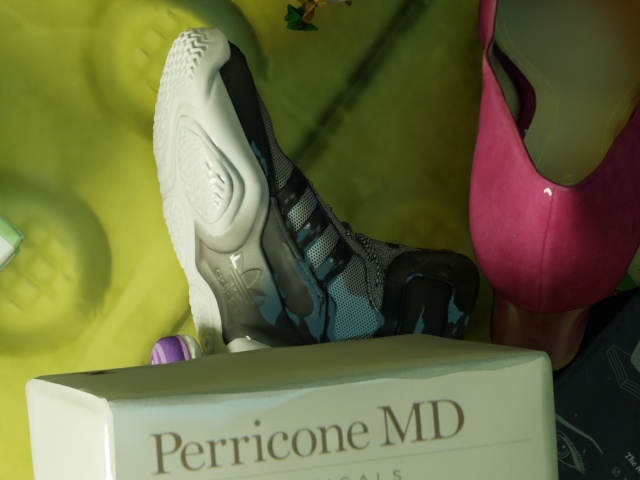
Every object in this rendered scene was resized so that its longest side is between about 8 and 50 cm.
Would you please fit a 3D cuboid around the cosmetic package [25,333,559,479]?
[{"bbox_3d":[-0.004,0.284,0.848,0.230,0.161,0.453,-5,92,-21],"label":"cosmetic package"}]

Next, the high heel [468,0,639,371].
[{"bbox_3d":[0.154,-0.121,0.997,0.127,0.181,0.377,4,59,3],"label":"high heel"}]

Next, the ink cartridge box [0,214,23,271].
[{"bbox_3d":[-0.296,0.031,0.900,0.171,0.056,0.235,42,71,-7],"label":"ink cartridge box"}]

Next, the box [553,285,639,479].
[{"bbox_3d":[0.179,0.138,1.030,0.158,0.093,0.156,-42,94,-22],"label":"box"}]

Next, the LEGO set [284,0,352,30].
[{"bbox_3d":[-0.054,-0.297,1.028,0.255,0.192,0.331,20,73,-46],"label":"LEGO set"}]

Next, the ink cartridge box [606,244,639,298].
[{"bbox_3d":[0.280,0.032,1.060,0.208,0.153,0.087,34,68,-11],"label":"ink cartridge box"}]

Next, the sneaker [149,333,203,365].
[{"bbox_3d":[-0.105,0.129,0.944,0.071,0.068,0.170,18,73,-10],"label":"sneaker"}]

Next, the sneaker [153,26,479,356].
[{"bbox_3d":[0.000,0.000,0.995,0.153,0.101,0.268,-13,89,-23],"label":"sneaker"}]
